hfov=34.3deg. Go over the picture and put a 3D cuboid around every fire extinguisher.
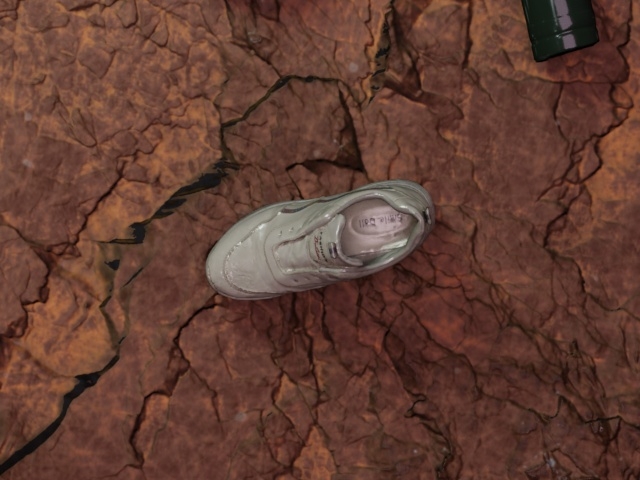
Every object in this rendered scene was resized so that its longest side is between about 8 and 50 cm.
[{"bbox_3d":[0.317,-0.416,1.459,0.114,0.095,0.311,-19,96,-36],"label":"fire extinguisher"}]

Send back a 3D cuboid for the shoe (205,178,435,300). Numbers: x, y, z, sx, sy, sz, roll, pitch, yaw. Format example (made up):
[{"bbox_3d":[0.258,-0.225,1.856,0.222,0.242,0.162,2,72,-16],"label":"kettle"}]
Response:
[{"bbox_3d":[0.000,0.000,1.422,0.342,0.210,0.132,-17,94,1],"label":"shoe"}]
